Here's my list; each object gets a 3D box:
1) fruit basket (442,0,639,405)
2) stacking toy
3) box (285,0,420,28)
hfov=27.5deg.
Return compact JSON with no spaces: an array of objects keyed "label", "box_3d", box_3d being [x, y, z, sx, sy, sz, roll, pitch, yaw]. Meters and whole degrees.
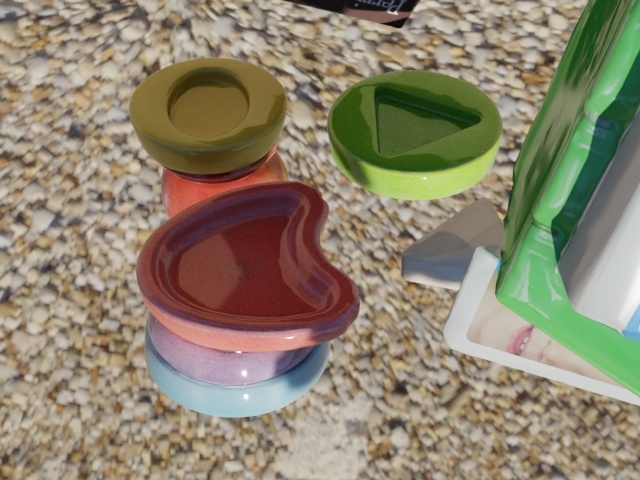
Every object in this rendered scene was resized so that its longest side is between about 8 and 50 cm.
[{"label":"fruit basket","box_3d":[0.258,-0.013,0.492,0.353,0.165,0.327,24,127,4]},{"label":"stacking toy","box_3d":[0.000,0.000,0.967,0.279,0.309,0.130,-3,132,-2]},{"label":"box","box_3d":[0.021,-0.290,0.918,0.168,0.167,0.203,7,139,-31]}]
